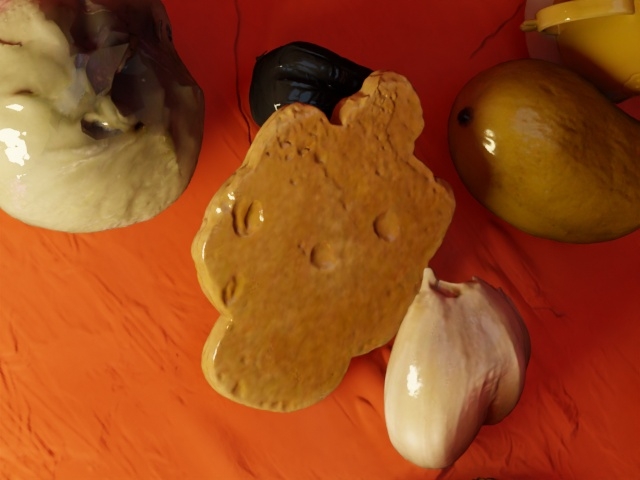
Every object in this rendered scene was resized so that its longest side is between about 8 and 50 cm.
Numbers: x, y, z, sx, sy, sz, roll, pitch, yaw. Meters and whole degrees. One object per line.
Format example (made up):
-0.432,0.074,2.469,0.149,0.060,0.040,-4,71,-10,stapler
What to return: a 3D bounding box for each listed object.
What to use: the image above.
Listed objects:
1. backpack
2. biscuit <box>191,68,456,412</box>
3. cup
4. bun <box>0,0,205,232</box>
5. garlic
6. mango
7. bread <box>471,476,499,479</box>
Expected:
-0.001,-0.143,1.592,0.165,0.106,0.120,26,63,-30,backpack
-0.002,-0.001,1.539,0.269,0.051,0.376,23,95,-35,biscuit
0.358,-0.261,1.774,0.241,0.226,0.185,-5,86,-42,cup
-0.224,-0.134,1.409,0.273,0.168,0.273,8,78,-41,bun
0.155,0.142,1.615,0.217,0.110,0.228,-50,140,-24,garlic
0.285,-0.092,1.756,0.331,0.142,0.195,26,76,-29,mango
0.185,0.308,1.689,0.085,0.053,0.085,1,86,-22,bread
